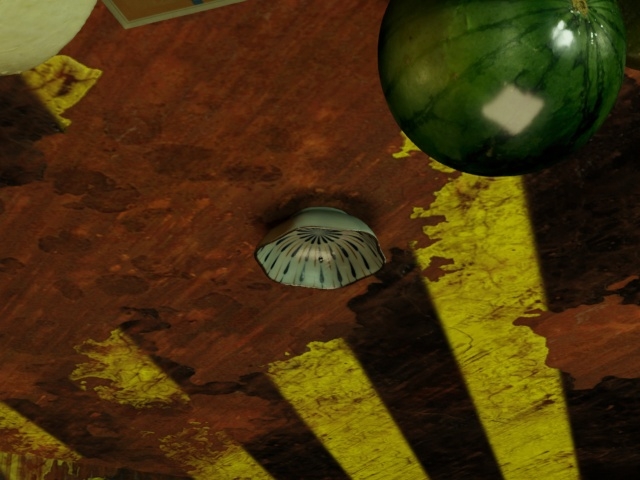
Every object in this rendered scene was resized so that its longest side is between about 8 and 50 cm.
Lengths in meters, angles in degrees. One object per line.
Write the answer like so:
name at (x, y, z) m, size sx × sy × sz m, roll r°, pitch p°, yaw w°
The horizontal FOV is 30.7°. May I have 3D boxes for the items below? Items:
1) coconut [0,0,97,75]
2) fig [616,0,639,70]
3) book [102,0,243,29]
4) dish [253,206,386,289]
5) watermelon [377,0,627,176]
coconut at (-0.315, -0.254, 0.864) m, size 0.323 × 0.323 × 0.323 m, roll -1°, pitch 152°, yaw -1°
fig at (0.351, -0.254, 1.162) m, size 0.117 × 0.117 × 0.177 m, roll 15°, pitch 126°, yaw -29°
book at (-0.125, -0.287, 1.142) m, size 0.242 × 0.018 × 0.170 m, roll -11°, pitch 150°, yaw 17°
dish at (0.000, 0.000, 1.643) m, size 0.191 × 0.066 × 0.190 m, roll -1°, pitch 150°, yaw 0°
watermelon at (0.173, -0.181, 1.128) m, size 0.242 × 0.242 × 0.242 m, roll -1°, pitch 152°, yaw -1°
